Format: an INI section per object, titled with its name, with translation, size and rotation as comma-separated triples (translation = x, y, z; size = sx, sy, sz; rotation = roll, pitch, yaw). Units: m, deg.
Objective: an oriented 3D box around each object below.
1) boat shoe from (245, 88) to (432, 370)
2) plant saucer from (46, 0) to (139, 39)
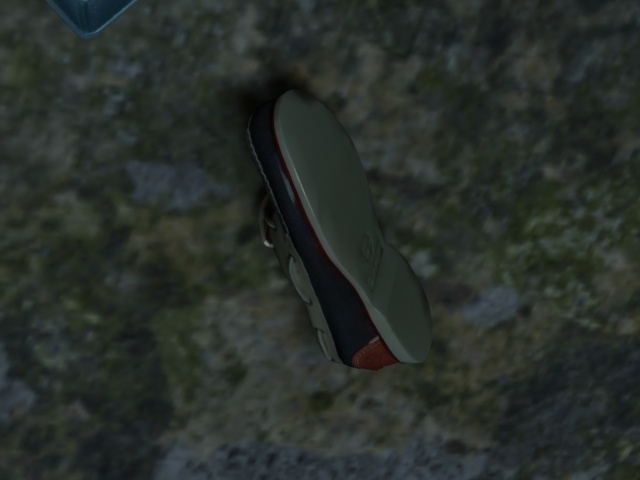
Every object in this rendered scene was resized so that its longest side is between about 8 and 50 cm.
[boat shoe]
translation = 0.000, 0.000, 0.698
size = 0.043, 0.049, 0.137
rotation = -4, 136, 28
[plant saucer]
translation = -0.024, -0.147, 0.600
size = 0.192, 0.018, 0.067
rotation = -39, 130, 4
